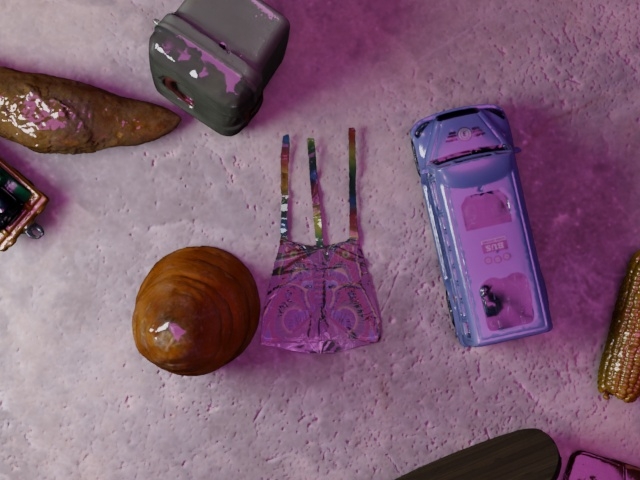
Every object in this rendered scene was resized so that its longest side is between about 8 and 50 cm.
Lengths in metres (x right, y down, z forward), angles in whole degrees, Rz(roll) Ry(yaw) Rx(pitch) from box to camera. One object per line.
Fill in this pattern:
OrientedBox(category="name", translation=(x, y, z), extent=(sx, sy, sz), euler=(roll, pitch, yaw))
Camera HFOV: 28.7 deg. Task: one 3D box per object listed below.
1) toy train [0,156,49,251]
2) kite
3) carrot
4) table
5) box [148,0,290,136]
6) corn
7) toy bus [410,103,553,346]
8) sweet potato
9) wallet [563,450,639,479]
OrientedBox(category="toy train", translation=(-0.431, -0.078, 1.520), extent=(0.227, 0.136, 0.091), euler=(42, 89, 3))
OrientedBox(category="kite", translation=(0.000, 0.000, 1.583), extent=(0.152, 0.015, 0.285), euler=(0, 92, -3))
OrientedBox(category="carrot", translation=(-0.161, 0.088, 1.480), extent=(0.159, 0.225, 0.159), euler=(0, 91, 4))
OrientedBox(category="table", translation=(0.193, 0.405, 1.435), extent=(0.317, 0.317, 0.249), euler=(-22, 95, -1))
OrientedBox(category="box", translation=(-0.121, -0.220, 1.490), extent=(0.148, 0.210, 0.129), euler=(34, 82, -1))
OrientedBox(category="corn", translation=(0.395, 0.102, 1.556), extent=(0.068, 0.068, 0.207), euler=(17, 88, 0))
OrientedBox(category="toy bus", translation=(0.197, -0.021, 1.524), extent=(0.125, 0.133, 0.292), euler=(-13, 89, 0))
OrientedBox(category="sweet potato", translation=(-0.347, -0.164, 1.539), extent=(0.341, 0.092, 0.114), euler=(16, 54, 0))
OrientedBox(category="wallet", translation=(0.388, 0.330, 1.572), extent=(0.176, 0.026, 0.095), euler=(20, 90, 1))
